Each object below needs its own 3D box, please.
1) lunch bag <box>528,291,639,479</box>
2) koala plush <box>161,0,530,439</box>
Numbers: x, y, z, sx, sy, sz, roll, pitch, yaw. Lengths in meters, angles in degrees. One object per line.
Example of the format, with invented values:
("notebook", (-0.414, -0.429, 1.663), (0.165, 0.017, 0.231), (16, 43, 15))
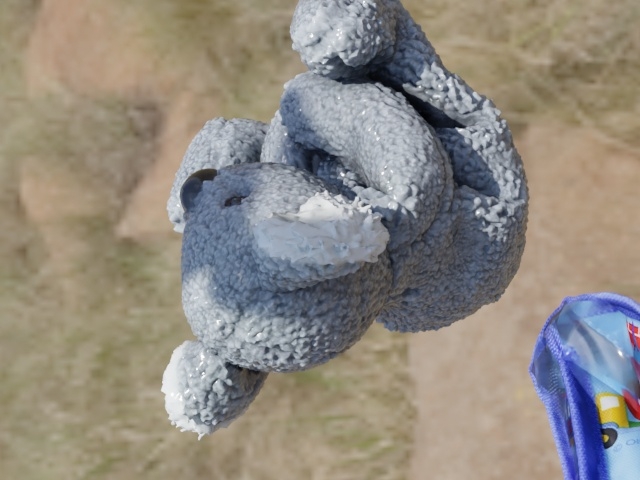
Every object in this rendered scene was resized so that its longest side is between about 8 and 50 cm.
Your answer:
("lunch bag", (0.196, 0.112, 0.610), (0.138, 0.221, 0.293), (-59, 17, 13))
("koala plush", (0.000, 0.000, 1.040), (0.203, 0.221, 0.196), (41, 126, 1))
